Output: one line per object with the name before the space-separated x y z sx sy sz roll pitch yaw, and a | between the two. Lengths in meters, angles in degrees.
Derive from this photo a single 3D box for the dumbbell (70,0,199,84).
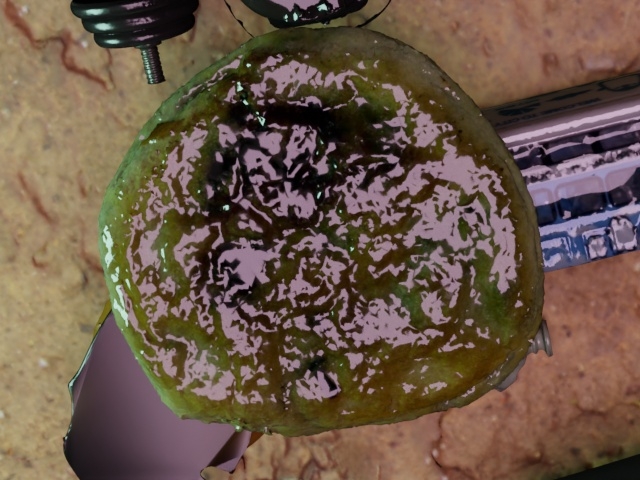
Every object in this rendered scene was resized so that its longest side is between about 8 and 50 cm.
dumbbell | -0.140 -0.213 1.294 0.099 0.099 0.209 -11 108 3

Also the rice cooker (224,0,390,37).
rice cooker | -0.020 -0.238 1.275 0.142 0.118 0.203 -16 105 5

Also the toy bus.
toy bus | 0.191 -0.045 1.355 0.297 0.106 0.131 -13 107 2

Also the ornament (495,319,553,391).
ornament | 0.138 0.088 1.433 0.092 0.041 0.068 9 132 -15

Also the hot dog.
hot dog | -0.063 0.063 1.387 0.326 0.107 0.194 -42 100 10

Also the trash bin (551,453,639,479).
trash bin | 0.310 0.251 1.415 0.290 0.182 0.209 -16 95 11

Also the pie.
pie | 0.000 0.000 1.276 0.323 0.070 0.323 0 105 2
